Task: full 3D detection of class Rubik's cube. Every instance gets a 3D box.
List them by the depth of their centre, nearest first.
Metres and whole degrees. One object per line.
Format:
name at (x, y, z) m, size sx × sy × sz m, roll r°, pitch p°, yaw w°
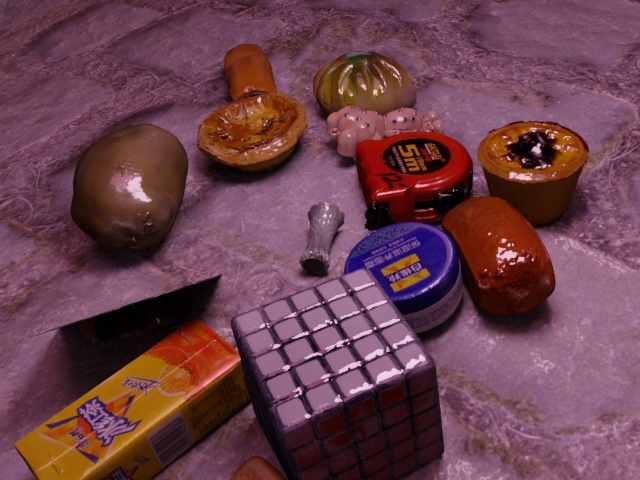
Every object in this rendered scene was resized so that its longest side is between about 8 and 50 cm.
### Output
Rubik's cube at (0.023, 0.221, 1.085) m, size 0.238 × 0.237 × 0.237 m, roll -22°, pitch 42°, yaw -14°

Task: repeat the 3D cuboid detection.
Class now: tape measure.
tape measure at (0.200, -0.130, 1.560) m, size 0.261 × 0.114 × 0.253 m, roll -9°, pitch 40°, yaw -3°

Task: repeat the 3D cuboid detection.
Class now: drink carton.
drink carton at (-0.291, 0.287, 1.177) m, size 0.351 × 0.111 × 0.155 m, roll -36°, pitch 45°, yaw -26°

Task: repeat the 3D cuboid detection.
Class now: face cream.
face cream at (0.153, 0.071, 1.320) m, size 0.206 × 0.111 × 0.206 m, roll -14°, pitch 39°, yaw 12°

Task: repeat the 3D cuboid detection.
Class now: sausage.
sausage at (0.319, 0.021, 1.322) m, size 0.141 × 0.153 × 0.268 m, roll -19°, pitch 39°, yaw -2°
sausage at (-0.198, -0.457, 2.030) m, size 0.134 × 0.116 × 0.354 m, roll -23°, pitch 37°, yaw 7°

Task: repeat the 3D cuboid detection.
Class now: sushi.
sushi at (-0.327, 0.144, 1.312) m, size 0.340 × 0.068 × 0.320 m, roll -18°, pitch 0°, yaw -9°

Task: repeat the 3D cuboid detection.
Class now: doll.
doll at (0.155, -0.261, 1.734) m, size 0.278 × 0.119 × 0.154 m, roll -1°, pitch 41°, yaw -4°

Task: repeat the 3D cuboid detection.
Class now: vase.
vase at (0.000, 0.000, 1.480) m, size 0.081 × 0.081 × 0.148 m, roll 1°, pitch 45°, yaw 13°

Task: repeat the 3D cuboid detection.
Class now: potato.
potato at (-0.418, -0.118, 1.592) m, size 0.243 × 0.221 × 0.326 m, roll 1°, pitch 45°, yaw 9°

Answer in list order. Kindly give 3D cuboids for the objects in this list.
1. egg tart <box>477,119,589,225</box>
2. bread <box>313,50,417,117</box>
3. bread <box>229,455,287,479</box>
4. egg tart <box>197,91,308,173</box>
egg tart at (0.424, -0.137, 1.473) m, size 0.215 × 0.170 × 0.215 m, roll -5°, pitch 40°, yaw 4°
bread at (0.110, -0.376, 1.838) m, size 0.261 × 0.158 × 0.156 m, roll -9°, pitch 43°, yaw 5°
bread at (-0.081, 0.375, 1.066) m, size 0.115 × 0.056 × 0.082 m, roll 29°, pitch 76°, yaw 41°
egg tart at (-0.165, -0.254, 1.782) m, size 0.290 × 0.115 × 0.290 m, roll -8°, pitch 39°, yaw 6°
